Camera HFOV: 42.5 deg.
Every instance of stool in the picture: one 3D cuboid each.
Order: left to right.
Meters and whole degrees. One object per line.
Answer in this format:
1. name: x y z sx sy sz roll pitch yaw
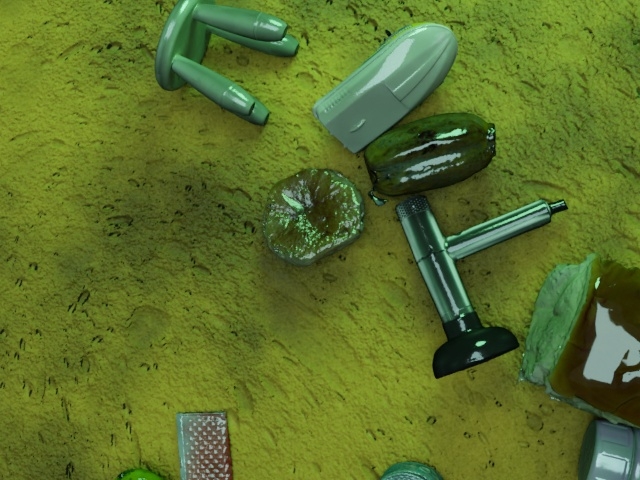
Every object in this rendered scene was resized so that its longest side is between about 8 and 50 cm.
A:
1. stool: -0.167 -0.325 1.465 0.198 0.195 0.195 26 94 8

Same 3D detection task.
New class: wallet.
1. wallet: -0.219 0.424 1.564 0.103 0.020 0.197 -6 89 11

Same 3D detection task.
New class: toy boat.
1. toy boat: 0.116 -0.281 1.455 0.141 0.141 0.269 45 98 7

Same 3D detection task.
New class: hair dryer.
1. hair dryer: 0.293 0.050 1.408 0.284 0.155 0.320 -17 79 23

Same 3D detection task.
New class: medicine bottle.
1. medicine bottle: 0.530 0.380 1.376 0.168 0.135 0.135 12 92 9

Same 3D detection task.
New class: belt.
1. belt: 0.170 0.481 1.466 0.163 0.082 0.148 24 98 10

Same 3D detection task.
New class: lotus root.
1. lotus root: 0.189 -0.150 1.440 0.241 0.123 0.124 -14 118 7

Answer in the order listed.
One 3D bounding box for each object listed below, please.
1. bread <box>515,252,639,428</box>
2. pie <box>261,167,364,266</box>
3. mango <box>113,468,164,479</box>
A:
1. bread: 0.494 0.171 1.332 0.279 0.225 0.250 20 84 2
2. pie: -0.018 -0.048 1.497 0.195 0.046 0.195 -4 70 11
3. mango: -0.319 0.504 1.545 0.178 0.100 0.119 47 138 0
